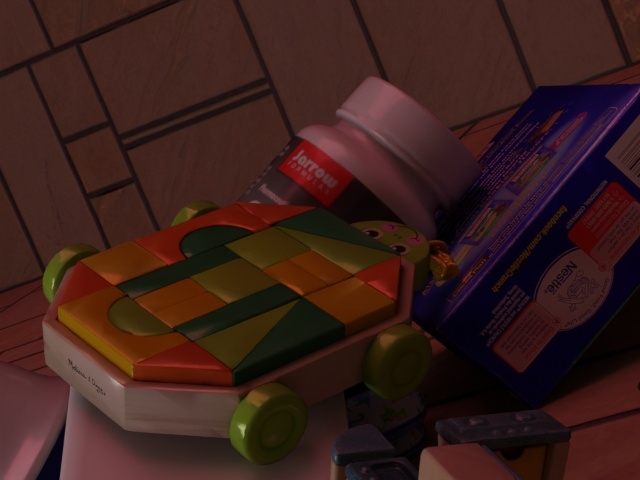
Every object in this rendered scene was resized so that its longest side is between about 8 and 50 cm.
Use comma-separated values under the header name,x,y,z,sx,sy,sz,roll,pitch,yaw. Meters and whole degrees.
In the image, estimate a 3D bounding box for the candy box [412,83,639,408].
name,x,y,z,sx,sy,sz,roll,pitch,yaw
candy box,0.195,-0.009,1.445,0.268,0.122,0.317,-49,11,-1

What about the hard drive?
name,x,y,z,sx,sy,sz,roll,pitch,yaw
hard drive,-0.079,0.163,1.122,0.203,0.040,0.307,-2,29,-3

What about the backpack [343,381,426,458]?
name,x,y,z,sx,sy,sz,roll,pitch,yaw
backpack,0.039,0.144,1.321,0.105,0.084,0.114,-23,4,2

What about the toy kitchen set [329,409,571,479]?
name,x,y,z,sx,sy,sz,roll,pitch,yaw
toy kitchen set,0.109,0.150,0.965,0.166,0.122,0.207,-3,19,-20

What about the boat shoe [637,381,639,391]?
name,x,y,z,sx,sy,sz,roll,pitch,yaw
boat shoe,0.285,0.101,1.131,0.056,0.048,0.153,-43,12,-31

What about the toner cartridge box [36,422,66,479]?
name,x,y,z,sx,sy,sz,roll,pitch,yaw
toner cartridge box,-0.176,0.179,1.460,0.165,0.075,0.348,-52,-3,22

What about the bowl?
name,x,y,z,sx,sy,sz,roll,pitch,yaw
bowl,-0.325,0.202,1.274,0.298,0.134,0.298,-54,11,15

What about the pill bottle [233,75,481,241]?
name,x,y,z,sx,sy,sz,roll,pitch,yaw
pill bottle,0.000,0.000,1.431,0.283,0.161,0.161,-49,12,-4

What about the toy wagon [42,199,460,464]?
name,x,y,z,sx,sy,sz,roll,pitch,yaw
toy wagon,-0.036,0.042,1.226,0.344,0.068,0.267,-22,37,-33
